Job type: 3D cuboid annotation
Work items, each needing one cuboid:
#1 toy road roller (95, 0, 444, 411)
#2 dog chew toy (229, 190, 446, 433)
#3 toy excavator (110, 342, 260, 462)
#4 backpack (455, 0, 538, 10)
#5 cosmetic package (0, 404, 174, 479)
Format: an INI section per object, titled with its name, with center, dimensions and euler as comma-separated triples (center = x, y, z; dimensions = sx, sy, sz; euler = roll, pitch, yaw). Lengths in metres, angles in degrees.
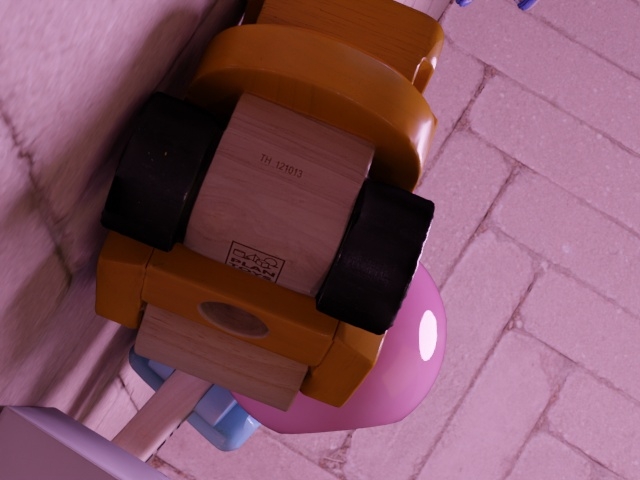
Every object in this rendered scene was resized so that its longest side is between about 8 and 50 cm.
[toy road roller]
center = -0.023, -0.040, 0.983
dimensions = 0.329, 0.203, 0.240
euler = 115, -4, -64
[dog chew toy]
center = 0.000, 0.000, 1.219
dimensions = 0.206, 0.207, 0.331
euler = 86, -2, -86
[toy excavator]
center = -0.126, 0.147, 1.407
dimensions = 0.445, 0.222, 0.433
euler = -49, 177, 2
[backpack]
center = 0.209, -0.371, 1.490
dimensions = 0.263, 0.213, 0.276
euler = -41, 170, -42
[cosmetic package]
center = -0.233, 0.255, 1.078
dimensions = 0.224, 0.138, 0.224
euler = -56, 177, -7
